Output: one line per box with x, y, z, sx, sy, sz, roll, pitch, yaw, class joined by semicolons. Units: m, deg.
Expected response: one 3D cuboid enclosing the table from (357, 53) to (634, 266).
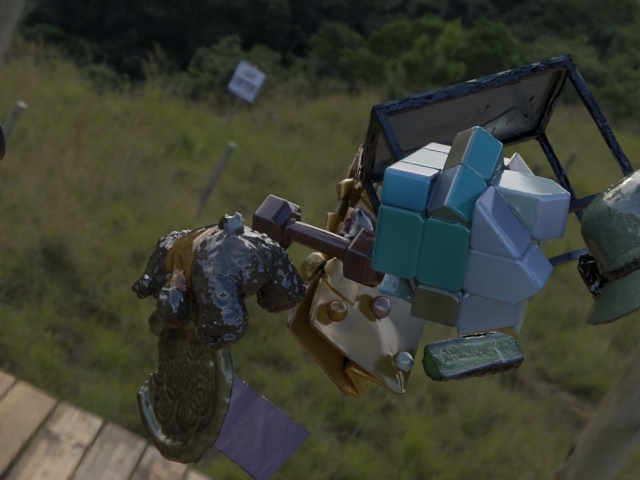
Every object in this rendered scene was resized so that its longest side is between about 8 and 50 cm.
0.269;-0.081;1.706;0.335;0.222;0.272;-17;65;-12;table

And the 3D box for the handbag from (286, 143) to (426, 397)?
0.099;0.052;1.934;0.133;0.401;0.283;-5;-40;43;handbag

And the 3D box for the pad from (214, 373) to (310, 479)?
-0.120;0.277;1.682;0.188;0.006;0.113;35;60;23;pad

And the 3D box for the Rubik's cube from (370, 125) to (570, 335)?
0.196;-0.016;1.367;0.213;0.265;0.224;14;22;21;Rubik's cube

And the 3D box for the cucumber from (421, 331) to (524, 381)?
0.258;0.210;1.931;0.211;0.062;0.078;-7;57;-38;cucumber

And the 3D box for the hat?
0.406;-0.018;1.383;0.130;0.257;0.257;55;17;2;hat

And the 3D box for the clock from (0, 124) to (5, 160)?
-0.605;-0.205;1.873;0.184;0.184;0.040;36;52;26;clock

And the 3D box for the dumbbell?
0.000;0.000;1.704;0.231;0.092;0.082;21;28;27;dumbbell

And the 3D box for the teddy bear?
-0.131;0.038;1.306;0.190;0.140;0.177;-1;21;43;teddy bear

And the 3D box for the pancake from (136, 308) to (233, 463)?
-0.186;0.190;1.504;0.029;0.235;0.212;2;8;-41;pancake
